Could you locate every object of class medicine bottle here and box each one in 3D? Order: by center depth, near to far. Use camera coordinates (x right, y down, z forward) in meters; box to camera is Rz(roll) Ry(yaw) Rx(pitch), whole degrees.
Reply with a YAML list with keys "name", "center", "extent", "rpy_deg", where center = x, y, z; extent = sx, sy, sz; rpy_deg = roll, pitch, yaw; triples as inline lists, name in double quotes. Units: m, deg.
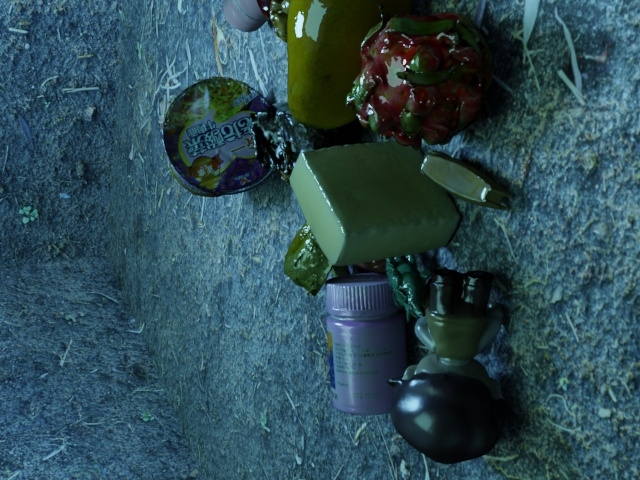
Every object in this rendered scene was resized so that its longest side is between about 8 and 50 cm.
- name: "medicine bottle"
  center: [0.103, 0.226, 1.769]
  extent: [0.178, 0.178, 0.290]
  rpy_deg: [7, 104, 61]

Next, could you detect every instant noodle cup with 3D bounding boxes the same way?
- name: "instant noodle cup"
  center: [-0.302, -0.274, 2.286]
  extent: [0.266, 0.340, 0.339]
  rpy_deg: [159, 102, -72]

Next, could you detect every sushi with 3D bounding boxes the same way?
- name: "sushi"
  center: [-0.048, -0.229, 1.892]
  extent: [0.348, 0.234, 0.207]
  rpy_deg: [-155, 60, -62]

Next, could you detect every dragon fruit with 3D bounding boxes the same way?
- name: "dragon fruit"
  center: [0.186, -0.292, 1.438]
  extent: [0.303, 0.231, 0.237]
  rpy_deg: [-20, 68, 51]

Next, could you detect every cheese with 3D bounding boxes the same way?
- name: "cheese"
  center: [0.106, -0.081, 1.593]
  extent: [0.242, 0.265, 0.124]
  rpy_deg: [66, 150, 28]

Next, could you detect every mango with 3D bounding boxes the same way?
- name: "mango"
  center: [0.050, -0.399, 1.613]
  extent: [0.221, 0.264, 0.378]
  rpy_deg: [49, 130, 44]

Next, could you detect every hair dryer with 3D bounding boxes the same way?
- name: "hair dryer"
  center: [-0.173, -0.761, 2.118]
  extent: [0.210, 0.125, 0.352]
  rpy_deg: [-21, 71, 61]

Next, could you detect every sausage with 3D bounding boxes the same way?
- name: "sausage"
  center: [0.110, 0.036, 1.831]
  extent: [0.154, 0.062, 0.062]
  rpy_deg: [17, 111, 61]

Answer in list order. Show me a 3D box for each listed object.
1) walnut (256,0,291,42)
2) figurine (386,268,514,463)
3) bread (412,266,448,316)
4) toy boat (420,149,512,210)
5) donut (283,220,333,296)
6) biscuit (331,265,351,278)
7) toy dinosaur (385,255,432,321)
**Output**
- name: "walnut"
  center: [-0.046, -0.574, 1.766]
  extent: [0.222, 0.244, 0.269]
  rpy_deg: [30, 163, 4]
- name: "figurine"
  center: [0.242, 0.237, 1.503]
  extent: [0.206, 0.218, 0.365]
  rpy_deg: [164, 109, -80]
- name: "bread"
  center: [0.244, 0.118, 1.614]
  extent: [0.154, 0.054, 0.136]
  rpy_deg: [29, 117, 57]
- name: "toy boat"
  center: [0.270, -0.113, 1.488]
  extent: [0.206, 0.072, 0.064]
  rpy_deg: [37, 113, 40]
- name: "donut"
  center: [0.000, 0.000, 1.828]
  extent: [0.272, 0.107, 0.272]
  rpy_deg: [-61, 4, 8]
- name: "biscuit"
  center: [0.065, 0.127, 1.929]
  extent: [0.144, 0.016, 0.203]
  rpy_deg: [174, 77, -75]
- name: "toy dinosaur"
  center: [0.169, 0.046, 1.629]
  extent: [0.120, 0.079, 0.292]
  rpy_deg: [92, 169, -55]
